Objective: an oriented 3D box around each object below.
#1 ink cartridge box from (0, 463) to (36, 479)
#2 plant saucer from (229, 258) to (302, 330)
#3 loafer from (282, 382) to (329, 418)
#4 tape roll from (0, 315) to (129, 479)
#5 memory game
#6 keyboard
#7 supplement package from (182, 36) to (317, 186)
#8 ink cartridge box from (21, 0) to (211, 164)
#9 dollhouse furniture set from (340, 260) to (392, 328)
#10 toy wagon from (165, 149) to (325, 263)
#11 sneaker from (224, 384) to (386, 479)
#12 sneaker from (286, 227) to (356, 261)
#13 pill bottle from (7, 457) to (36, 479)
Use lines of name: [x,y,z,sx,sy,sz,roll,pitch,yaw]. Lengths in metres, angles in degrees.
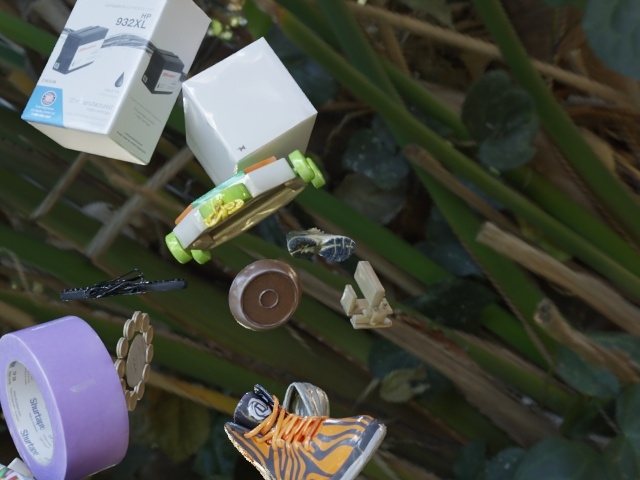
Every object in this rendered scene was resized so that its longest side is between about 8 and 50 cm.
ink cartridge box: [-0.378,0.332,0.966,0.186,0.065,0.311,-46,22,-30]
plant saucer: [-0.116,0.126,1.989,0.168,0.168,0.029,-57,26,3]
loafer: [-0.039,0.450,1.860,0.112,0.111,0.319,-17,60,26]
tape roll: [-0.305,0.189,1.061,0.080,0.189,0.189,-17,-25,-37]
memory game: [-0.342,0.220,1.656,0.186,0.012,0.186,5,-90,-81]
keyboard: [-0.298,0.064,1.381,0.100,0.192,0.038,-178,82,-75]
supplement package: [-0.136,-0.209,1.689,0.175,0.177,0.293,-33,-7,-13]
ink cartridge box: [-0.370,-0.315,1.650,0.129,0.223,0.307,40,-113,-56]
dollhouse furniture set: [0.145,0.135,2.199,0.144,0.123,0.151,-118,35,-48]
toy wagon: [-0.131,-0.059,1.499,0.267,0.068,0.344,-33,-6,6]
sneaker: [-0.042,0.286,1.306,0.124,0.180,0.321,-47,1,-37]
sneaker: [0.000,0.000,1.616,0.058,0.135,0.052,57,133,50]
pill bottle: [-0.415,0.479,1.401,0.162,0.278,0.162,-46,4,5]
